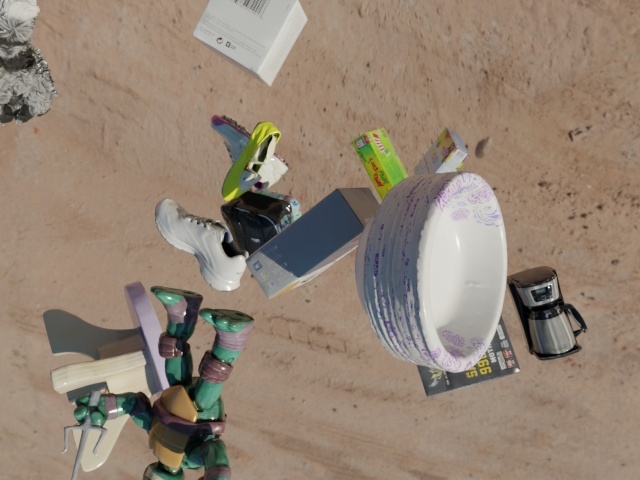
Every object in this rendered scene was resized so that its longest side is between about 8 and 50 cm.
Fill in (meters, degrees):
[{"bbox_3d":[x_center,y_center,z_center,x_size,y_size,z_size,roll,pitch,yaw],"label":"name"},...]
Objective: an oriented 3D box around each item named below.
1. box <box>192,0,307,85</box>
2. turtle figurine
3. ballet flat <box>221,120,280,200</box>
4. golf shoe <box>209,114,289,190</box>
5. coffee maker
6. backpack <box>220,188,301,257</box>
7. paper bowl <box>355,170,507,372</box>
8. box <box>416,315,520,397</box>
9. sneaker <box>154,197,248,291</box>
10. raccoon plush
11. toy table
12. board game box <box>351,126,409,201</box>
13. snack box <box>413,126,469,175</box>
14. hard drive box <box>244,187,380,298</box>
[{"bbox_3d":[-0.156,-0.483,1.066,0.180,0.119,0.182,32,99,6],"label":"box"},{"bbox_3d":[-0.143,0.171,0.451,0.175,0.118,0.235,15,88,14],"label":"turtle figurine"},{"bbox_3d":[-0.173,-0.194,1.200,0.077,0.077,0.231,30,93,25],"label":"ballet flat"},{"bbox_3d":[-0.224,-0.250,1.404,0.140,0.115,0.306,-49,134,6],"label":"golf shoe"},{"bbox_3d":[0.483,0.156,1.056,0.120,0.171,0.179,-19,93,-13],"label":"coffee maker"},{"bbox_3d":[-0.166,-0.023,1.432,0.225,0.191,0.254,16,129,31],"label":"backpack"},{"bbox_3d":[0.161,0.043,0.710,0.147,0.284,0.285,1,127,41],"label":"paper bowl"},{"bbox_3d":[0.254,0.161,0.910,0.182,0.056,0.231,-18,87,7],"label":"box"},{"bbox_3d":[-0.290,-0.012,1.182,0.297,0.111,0.129,42,121,7],"label":"sneaker"},{"bbox_3d":[-0.861,-0.542,1.290,0.446,0.216,0.299,-44,71,28],"label":"raccoon plush"},{"bbox_3d":[-0.329,0.215,0.760,0.160,0.275,0.252,-17,153,-27],"label":"toy table"},{"bbox_3d":[0.148,-0.159,1.065,0.043,0.092,0.182,-26,93,39],"label":"board game box"},{"bbox_3d":[0.431,-0.280,1.707,0.070,0.175,0.207,24,123,-15],"label":"snack box"},{"bbox_3d":[0.000,0.000,0.899,0.232,0.181,0.089,-37,81,23],"label":"hard drive box"}]
